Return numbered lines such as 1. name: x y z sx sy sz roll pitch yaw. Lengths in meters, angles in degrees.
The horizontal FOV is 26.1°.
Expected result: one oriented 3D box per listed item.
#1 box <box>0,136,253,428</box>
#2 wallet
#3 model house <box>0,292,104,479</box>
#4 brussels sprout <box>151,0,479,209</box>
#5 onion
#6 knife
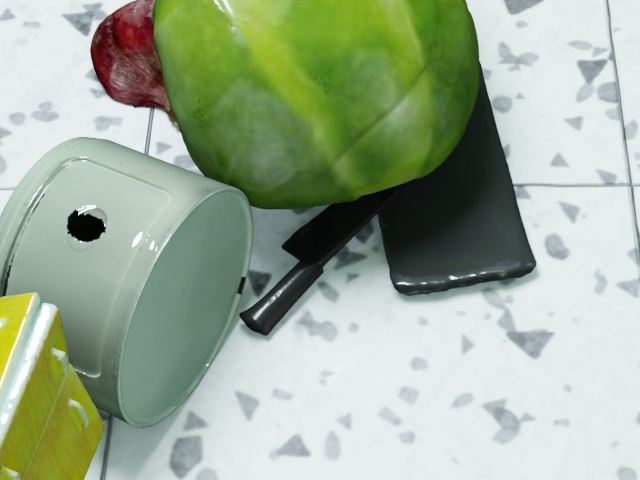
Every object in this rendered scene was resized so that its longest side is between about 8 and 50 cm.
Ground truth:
1. box: -0.178 0.035 1.225 0.149 0.226 0.226 21 58 17
2. wallet: 0.120 -0.068 1.404 0.146 0.030 0.285 -8 54 -4
3. model house: -0.345 0.164 1.016 0.340 0.323 0.300 29 51 -17
4. brussels sprout: -0.003 -0.188 1.320 0.276 0.315 0.371 -23 21 29
5. onion: -0.149 -0.205 1.476 0.206 0.098 0.151 -3 53 1
6. knife: 0.000 0.000 1.351 0.060 0.028 0.230 31 66 36
